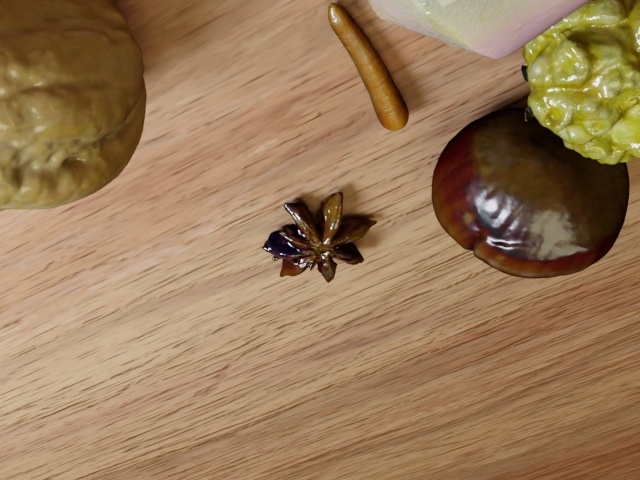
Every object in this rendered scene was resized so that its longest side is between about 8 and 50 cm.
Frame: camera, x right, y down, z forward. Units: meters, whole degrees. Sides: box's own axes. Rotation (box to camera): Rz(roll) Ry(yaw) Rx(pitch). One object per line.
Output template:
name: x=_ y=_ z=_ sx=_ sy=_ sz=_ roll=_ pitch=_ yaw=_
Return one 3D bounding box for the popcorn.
popcorn: x=0.297 y=-0.188 z=0.844 sx=0.169 sy=0.189 sz=0.218 roll=-25 pitch=137 yaw=27

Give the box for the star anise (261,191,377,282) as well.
star anise: x=-0.001 y=0.000 z=1.083 sx=0.167 sy=0.057 sz=0.168 roll=-5 pitch=139 yaw=-4

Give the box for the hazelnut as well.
hazelnut: x=0.248 y=-0.055 z=0.977 sx=0.229 sy=0.230 sz=0.230 roll=-6 pitch=138 yaw=-5

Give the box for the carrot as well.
carrot: x=0.054 y=-0.196 z=0.898 sx=0.037 sy=0.037 sz=0.190 roll=-22 pitch=133 yaw=14

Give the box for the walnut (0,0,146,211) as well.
walnut: x=-0.287 y=-0.144 z=0.749 sx=0.257 sy=0.257 sz=0.224 roll=17 pitch=156 yaw=-27

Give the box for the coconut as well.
coconut: x=0.140 y=-0.278 z=0.684 sx=0.245 sy=0.233 sz=0.233 roll=-29 pitch=135 yaw=28
